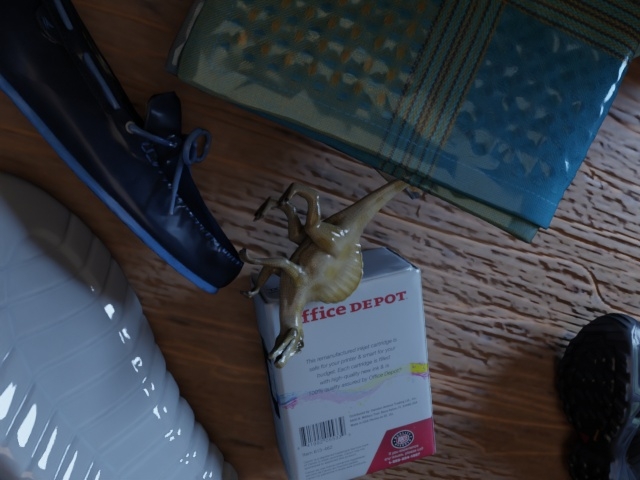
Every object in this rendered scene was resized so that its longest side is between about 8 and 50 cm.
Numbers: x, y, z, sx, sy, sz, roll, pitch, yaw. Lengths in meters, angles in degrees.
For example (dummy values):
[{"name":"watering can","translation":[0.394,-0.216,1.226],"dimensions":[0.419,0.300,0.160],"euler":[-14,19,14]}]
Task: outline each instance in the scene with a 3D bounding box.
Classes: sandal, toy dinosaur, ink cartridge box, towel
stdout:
[{"name":"sandal","translation":[-0.174,0.150,0.501],"dimensions":[0.102,0.169,0.416],"euler":[-17,112,23]},{"name":"toy dinosaur","translation":[0.000,0.000,0.496],"dimensions":[0.093,0.053,0.183],"euler":[39,83,-18]},{"name":"ink cartridge box","translation":[0.020,0.104,0.573],"dimensions":[0.128,0.072,0.175],"euler":[-11,108,-13]},{"name":"towel","translation":[0.102,-0.213,0.434],"dimensions":[0.272,0.040,0.370],"euler":[25,91,-9]}]

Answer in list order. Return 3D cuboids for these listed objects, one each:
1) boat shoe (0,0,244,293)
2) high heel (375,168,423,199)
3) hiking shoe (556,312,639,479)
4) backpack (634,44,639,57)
[{"name":"boat shoe","translation":[-0.128,-0.074,0.461],"dimensions":[0.089,0.109,0.258],"euler":[-41,115,-6]},{"name":"high heel","translation":[0.066,-0.176,0.494],"dimensions":[0.186,0.093,0.261],"euler":[-32,103,0]},{"name":"hiking shoe","translation":[0.307,0.164,0.685],"dimensions":[0.114,0.086,0.226],"euler":[-19,116,-26]},{"name":"backpack","translation":[0.198,-0.181,0.526],"dimensions":[0.182,0.115,0.151],"euler":[-27,109,-11]}]
